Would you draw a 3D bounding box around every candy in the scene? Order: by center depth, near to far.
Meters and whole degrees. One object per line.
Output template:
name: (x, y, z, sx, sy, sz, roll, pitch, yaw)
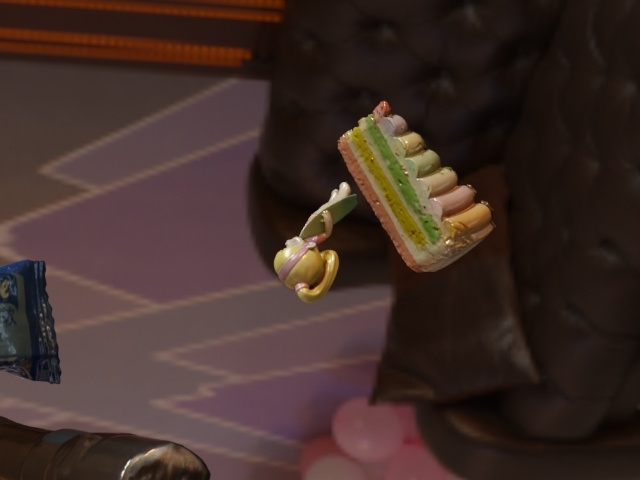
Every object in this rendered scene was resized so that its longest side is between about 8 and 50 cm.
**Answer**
candy: (-0.495, 0.118, 1.883, 0.077, 0.331, 0.187, -12, 84, 43)

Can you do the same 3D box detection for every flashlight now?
flashlight: (-0.249, 0.215, 1.307, 0.424, 0.103, 0.103, -2, 86, 52)

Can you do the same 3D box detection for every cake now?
cake: (0.109, -0.062, 1.792, 0.090, 0.225, 0.109, -41, -3, -44)

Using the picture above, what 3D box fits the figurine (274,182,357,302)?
figurine: (0.000, 0.000, 1.868, 0.083, 0.083, 0.187, 109, -172, -52)
